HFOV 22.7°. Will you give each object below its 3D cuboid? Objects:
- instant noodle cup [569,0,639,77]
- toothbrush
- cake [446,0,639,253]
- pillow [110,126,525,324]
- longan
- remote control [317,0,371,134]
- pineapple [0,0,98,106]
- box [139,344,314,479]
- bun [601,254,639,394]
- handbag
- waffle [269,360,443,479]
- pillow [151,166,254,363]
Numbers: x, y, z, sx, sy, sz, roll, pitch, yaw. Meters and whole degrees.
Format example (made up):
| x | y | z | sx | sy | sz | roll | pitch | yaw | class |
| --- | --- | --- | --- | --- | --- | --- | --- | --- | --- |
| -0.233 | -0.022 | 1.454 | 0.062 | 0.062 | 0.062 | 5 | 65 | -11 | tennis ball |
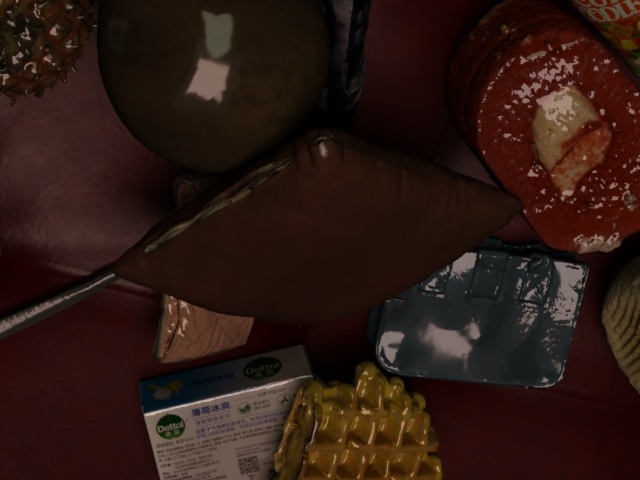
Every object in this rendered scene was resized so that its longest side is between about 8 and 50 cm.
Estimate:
| x | y | z | sx | sy | sz | roll | pitch | yaw | class |
| --- | --- | --- | --- | --- | --- | --- | --- | --- | --- |
| 0.321 | -0.266 | 1.611 | 0.168 | 0.168 | 0.185 | -35 | 125 | 8 | instant noodle cup |
| -0.274 | 0.062 | 1.730 | 0.297 | 0.030 | 0.030 | -25 | 122 | 3 | toothbrush |
| 0.250 | -0.113 | 1.667 | 0.177 | 0.151 | 0.283 | -41 | 120 | 7 | cake |
| 0.000 | 0.000 | 1.608 | 0.308 | 0.108 | 0.305 | -30 | 149 | 36 | pillow |
| -0.108 | -0.189 | 1.525 | 0.248 | 0.248 | 0.248 | -4 | 117 | -8 | longan |
| 0.018 | -0.228 | 1.610 | 0.066 | 0.090 | 0.266 | 13 | 117 | 16 | remote control |
| -0.289 | -0.208 | 1.502 | 0.166 | 0.193 | 0.166 | -1 | 117 | -1 | pineapple |
| -0.096 | 0.211 | 1.810 | 0.194 | 0.073 | 0.139 | -12 | 119 | -4 | box |
| 0.431 | 0.112 | 1.774 | 0.153 | 0.244 | 0.244 | -27 | 119 | -17 | bun |
| 0.175 | 0.070 | 1.797 | 0.229 | 0.062 | 0.179 | 5 | 112 | -12 | handbag |
| 0.020 | 0.284 | 1.794 | 0.283 | 0.065 | 0.309 | -35 | 128 | -11 | waffle |
| -0.112 | 0.026 | 1.715 | 0.126 | 0.043 | 0.233 | -12 | 121 | -40 | pillow |
